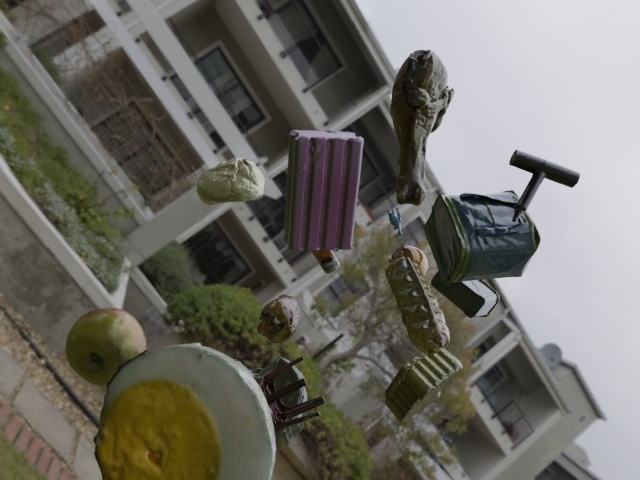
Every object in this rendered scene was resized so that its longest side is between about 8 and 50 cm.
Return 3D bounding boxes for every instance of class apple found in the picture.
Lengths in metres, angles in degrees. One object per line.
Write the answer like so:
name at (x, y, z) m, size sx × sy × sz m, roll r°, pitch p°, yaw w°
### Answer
apple at (-0.669, 0.334, 1.716) m, size 0.261 × 0.261 × 0.194 m, roll 57°, pitch 19°, yaw -15°

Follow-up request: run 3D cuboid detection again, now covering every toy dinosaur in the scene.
toy dinosaur at (0.260, -0.073, 1.908) m, size 0.197 × 0.045 × 0.080 m, roll -92°, pitch 169°, yaw -66°

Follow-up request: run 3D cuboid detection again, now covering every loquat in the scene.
loquat at (0.297, 0.086, 1.857) m, size 0.141 × 0.141 × 0.141 m, roll 51°, pitch -11°, yaw 14°

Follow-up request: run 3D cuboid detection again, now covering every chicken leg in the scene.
chicken leg at (0.236, -0.276, 1.350) m, size 0.140 × 0.211 × 0.361 m, roll 11°, pitch -75°, yaw 30°

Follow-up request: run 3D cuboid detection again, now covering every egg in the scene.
egg at (-0.212, 0.343, 0.973) m, size 0.337 × 0.337 × 0.201 m, roll 51°, pitch 4°, yaw 15°

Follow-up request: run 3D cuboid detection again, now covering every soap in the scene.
soap at (0.002, -0.085, 0.953) m, size 0.065 × 0.122 × 0.203 m, roll -128°, pitch -140°, yaw -65°

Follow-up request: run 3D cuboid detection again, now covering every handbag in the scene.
handbag at (0.461, -0.016, 1.589) m, size 0.222 × 0.241 × 0.263 m, roll 101°, pitch -20°, yaw -52°

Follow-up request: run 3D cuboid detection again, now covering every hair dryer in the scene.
hair dryer at (0.550, -0.119, 1.390) m, size 0.173 × 0.195 × 0.050 m, roll 19°, pitch -18°, yaw 4°

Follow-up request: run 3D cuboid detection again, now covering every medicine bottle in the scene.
medicine bottle at (0.000, 0.000, 1.804) m, size 0.221 × 0.092 × 0.061 m, roll 58°, pitch 22°, yaw -18°

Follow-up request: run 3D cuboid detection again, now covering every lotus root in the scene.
lotus root at (-0.094, 0.185, 1.392) m, size 0.191 × 0.094 × 0.108 m, roll -50°, pitch 147°, yaw -69°

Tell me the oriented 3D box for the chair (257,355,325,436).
chair at (-0.166, 0.508, 1.645) m, size 0.183 × 0.326 × 0.176 m, roll -89°, pitch 155°, yaw -86°

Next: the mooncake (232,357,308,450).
mooncake at (-0.210, 0.570, 1.899) m, size 0.351 × 0.351 × 0.187 m, roll 47°, pitch -25°, yaw 34°

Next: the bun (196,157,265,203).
bun at (-0.282, -0.188, 1.747) m, size 0.229 × 0.229 × 0.145 m, roll -164°, pitch -110°, yaw -74°

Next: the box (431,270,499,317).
box at (0.575, 0.194, 2.227) m, size 0.274 × 0.138 × 0.178 m, roll 40°, pitch 19°, yaw 26°

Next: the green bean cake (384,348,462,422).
green bean cake at (0.345, 0.486, 1.880) m, size 0.124 × 0.233 × 0.236 m, roll 47°, pitch -43°, yaw 26°

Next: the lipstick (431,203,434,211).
lipstick at (0.492, -0.081, 1.889) m, size 0.289 × 0.076 × 0.077 m, roll 27°, pitch -45°, yaw 65°

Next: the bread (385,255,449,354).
bread at (0.237, 0.160, 1.349) m, size 0.098 × 0.087 × 0.269 m, roll 29°, pitch 31°, yaw -36°
